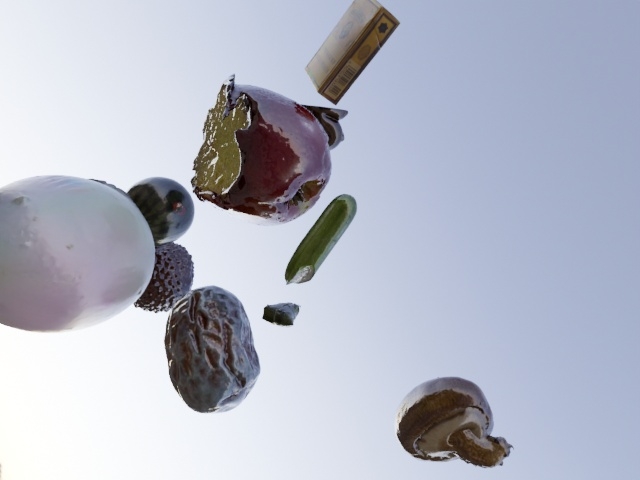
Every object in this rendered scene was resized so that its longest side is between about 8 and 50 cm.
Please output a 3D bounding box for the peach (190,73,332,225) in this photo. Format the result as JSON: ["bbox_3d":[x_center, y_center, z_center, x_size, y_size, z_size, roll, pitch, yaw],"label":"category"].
[{"bbox_3d":[-0.176,-0.227,1.214,0.417,0.353,0.339,38,-69,19],"label":"peach"}]

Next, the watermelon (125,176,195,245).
[{"bbox_3d":[-0.482,-0.087,1.373,0.212,0.212,0.212,21,-59,38],"label":"watermelon"}]

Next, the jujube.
[{"bbox_3d":[-0.274,0.280,1.169,0.246,0.216,0.308,74,-3,-47],"label":"jujube"}]

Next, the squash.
[{"bbox_3d":[0.000,0.000,0.997,0.069,0.238,0.069,36,-6,4],"label":"squash"}]

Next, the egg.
[{"bbox_3d":[-0.582,0.033,0.977,0.355,0.340,0.354,1,-85,11],"label":"egg"}]

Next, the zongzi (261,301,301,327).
[{"bbox_3d":[-0.073,0.194,1.193,0.119,0.109,0.055,12,-80,42],"label":"zongzi"}]

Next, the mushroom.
[{"bbox_3d":[0.416,0.588,1.472,0.259,0.346,0.345,-116,-152,-56],"label":"mushroom"}]

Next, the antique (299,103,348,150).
[{"bbox_3d":[-0.045,-0.370,1.518,0.121,0.257,0.143,-137,-127,-67],"label":"antique"}]

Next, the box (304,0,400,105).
[{"bbox_3d":[0.087,-0.593,1.432,0.301,0.084,0.192,-48,-141,24],"label":"box"}]

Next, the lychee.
[{"bbox_3d":[-0.559,0.122,1.612,0.264,0.300,0.264,-8,-109,25],"label":"lychee"}]
